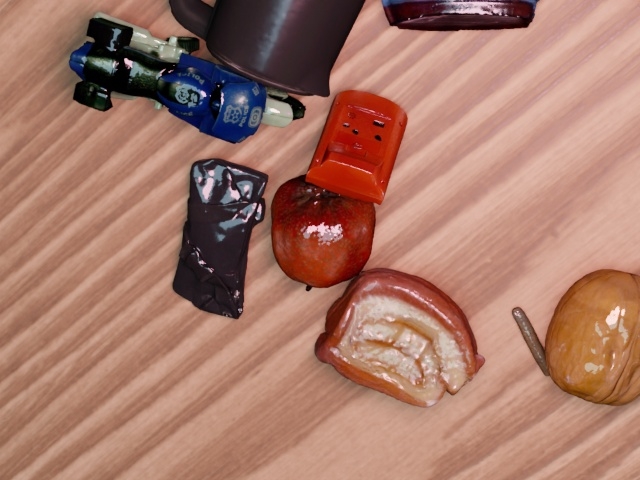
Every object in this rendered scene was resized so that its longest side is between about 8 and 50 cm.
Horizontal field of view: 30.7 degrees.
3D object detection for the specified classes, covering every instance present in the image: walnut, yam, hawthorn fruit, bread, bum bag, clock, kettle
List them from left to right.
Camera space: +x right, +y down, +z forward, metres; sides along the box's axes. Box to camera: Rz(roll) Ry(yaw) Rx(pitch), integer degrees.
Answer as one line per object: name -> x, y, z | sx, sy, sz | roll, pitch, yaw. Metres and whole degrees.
bum bag -> -0.154, -0.002, 1.754 | 0.123, 0.060, 0.248 | 13, 106, 6
kettle -> -0.051, -0.379, 1.568 | 0.262, 0.203, 0.308 | 22, 110, -10
hawthorn fruit -> 0.000, 0.000, 1.686 | 0.157, 0.157, 0.194 | 13, 125, 7
clock -> 0.055, -0.138, 1.638 | 0.113, 0.155, 0.061 | 17, 145, 1
bread -> 0.125, 0.145, 1.709 | 0.244, 0.123, 0.190 | 23, 105, 3
yam -> 0.315, 0.150, 1.728 | 0.021, 0.021, 0.116 | -27, 99, 15
walnut -> 0.403, 0.134, 1.639 | 0.165, 0.165, 0.197 | 11, 105, 7

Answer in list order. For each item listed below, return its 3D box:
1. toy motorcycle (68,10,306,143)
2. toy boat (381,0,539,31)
toy motorcycle -> -0.187, -0.216, 1.636 | 0.331, 0.196, 0.125 | 17, 106, 4
toy boat -> 0.191, -0.340, 1.594 | 0.223, 0.100, 0.097 | 1, 79, 10
